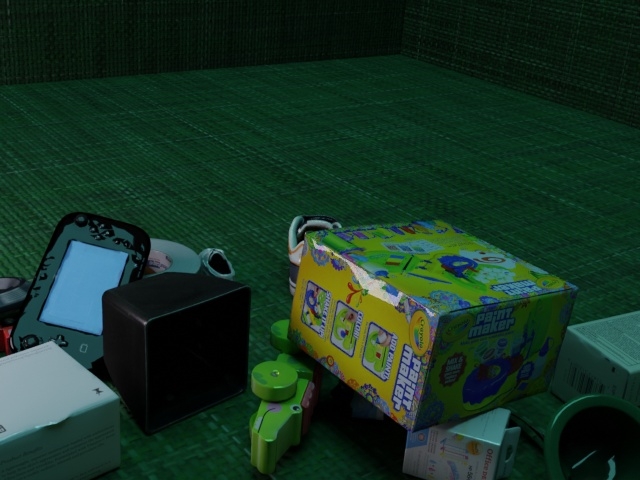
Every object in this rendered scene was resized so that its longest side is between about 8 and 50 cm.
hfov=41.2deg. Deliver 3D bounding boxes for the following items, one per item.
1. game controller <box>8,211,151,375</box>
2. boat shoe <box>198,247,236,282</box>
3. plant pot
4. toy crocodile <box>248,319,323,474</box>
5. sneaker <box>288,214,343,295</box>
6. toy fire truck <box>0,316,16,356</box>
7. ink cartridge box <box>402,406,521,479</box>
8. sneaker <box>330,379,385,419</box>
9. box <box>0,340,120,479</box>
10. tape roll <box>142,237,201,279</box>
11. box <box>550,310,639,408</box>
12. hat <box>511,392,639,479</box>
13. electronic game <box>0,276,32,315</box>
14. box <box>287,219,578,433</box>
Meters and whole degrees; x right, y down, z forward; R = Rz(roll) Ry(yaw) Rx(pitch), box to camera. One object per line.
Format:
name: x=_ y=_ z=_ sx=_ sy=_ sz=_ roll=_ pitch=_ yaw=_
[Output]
game controller: x=-0.391 y=0.083 z=1.416 sx=0.166 sy=0.067 sz=0.319 roll=9 pitch=48 yaw=-1
boat shoe: x=-0.203 y=0.050 z=1.665 sx=0.066 sy=0.063 sz=0.184 roll=-1 pitch=25 yaw=-13
plant pot: x=-0.232 y=0.146 z=1.287 sx=0.167 sy=0.187 sz=0.188 roll=24 pitch=30 yaw=39
toy crocodile: x=-0.040 y=0.213 z=1.261 sx=0.105 sy=0.115 sz=0.340 roll=8 pitch=24 yaw=6
sneaker: x=0.000 y=0.000 z=1.747 sx=0.126 sy=0.127 sz=0.321 roll=3 pitch=22 yaw=1
toy fire truck: x=-0.546 y=0.181 z=1.323 sx=0.192 sy=0.047 sz=0.135 roll=-7 pitch=26 yaw=-26
ink cartridge box: x=0.198 y=0.281 z=1.179 sx=0.143 sy=0.092 sz=0.090 roll=12 pitch=25 yaw=17
sneaker: x=0.049 y=0.220 z=1.329 sx=0.073 sy=0.063 sz=0.162 roll=-4 pitch=25 yaw=-12
box: x=-0.387 y=0.243 z=1.122 sx=0.181 sy=0.119 sz=0.182 roll=-17 pitch=32 yaw=-41
tape roll: x=-0.333 y=0.071 z=1.584 sx=0.219 sy=0.072 sz=0.219 roll=4 pitch=23 yaw=-2
box: x=0.513 y=0.205 z=1.368 sx=0.232 sy=0.127 sz=0.148 roll=-7 pitch=26 yaw=-26
hat: x=0.376 y=0.317 z=1.218 sx=0.173 sy=0.183 sz=0.208 roll=-5 pitch=66 yaw=-6
electronic game: x=-0.594 y=0.106 z=1.443 sx=0.229 sy=0.048 sz=0.229 roll=-6 pitch=10 yaw=1
box: x=0.157 y=0.104 z=1.233 sx=0.290 sy=0.177 sz=0.279 roll=-5 pitch=24 yaw=-39
